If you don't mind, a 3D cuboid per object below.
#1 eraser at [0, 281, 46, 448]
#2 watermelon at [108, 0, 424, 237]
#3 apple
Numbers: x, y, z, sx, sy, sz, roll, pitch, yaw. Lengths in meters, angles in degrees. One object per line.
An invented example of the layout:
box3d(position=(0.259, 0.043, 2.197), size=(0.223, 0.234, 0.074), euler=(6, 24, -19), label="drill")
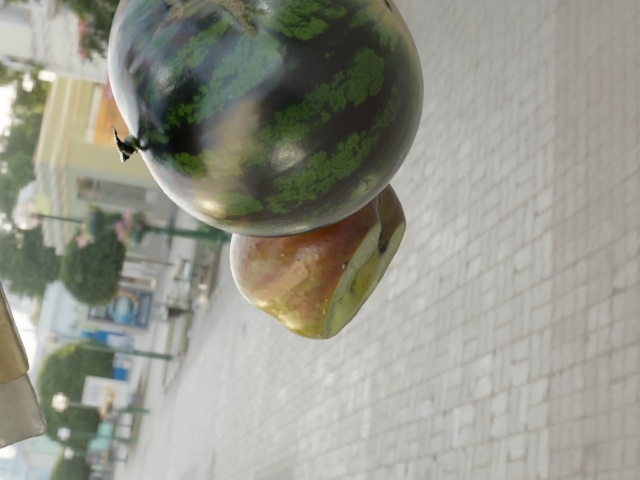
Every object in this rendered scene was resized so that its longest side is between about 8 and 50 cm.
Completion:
box3d(position=(-0.270, -0.015, 0.713), size=(0.144, 0.078, 0.343), euler=(-127, 23, -47), label="eraser")
box3d(position=(-0.044, -0.131, 0.881), size=(0.269, 0.269, 0.269), euler=(-170, 90, -81), label="watermelon")
box3d(position=(0.000, 0.000, 1.107), size=(0.173, 0.160, 0.195), euler=(-46, -9, 19), label="apple")
